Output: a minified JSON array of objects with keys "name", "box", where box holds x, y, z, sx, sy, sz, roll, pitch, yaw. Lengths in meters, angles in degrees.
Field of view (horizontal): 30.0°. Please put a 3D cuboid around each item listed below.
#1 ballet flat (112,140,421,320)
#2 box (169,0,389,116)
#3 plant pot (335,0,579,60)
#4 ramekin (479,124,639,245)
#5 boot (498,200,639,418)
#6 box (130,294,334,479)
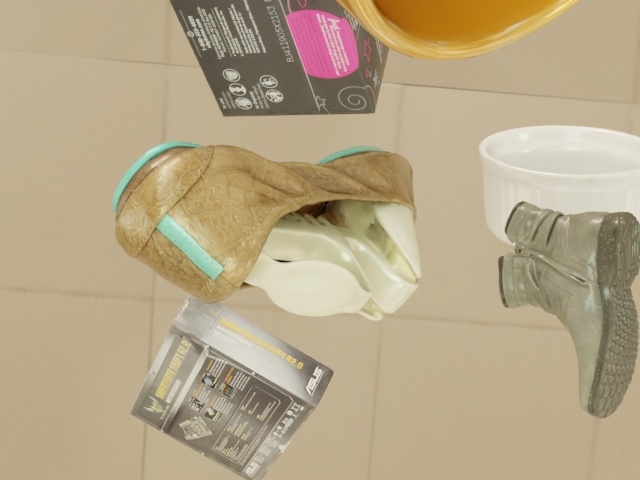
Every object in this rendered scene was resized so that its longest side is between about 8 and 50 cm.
[{"name":"ballet flat","box":[0.000,0.000,0.828,0.124,0.342,0.116,46,109,21]},{"name":"box","box":[-0.040,-0.244,1.067,0.163,0.142,0.247,1,143,20]},{"name":"plant pot","box":[0.030,-0.201,0.421,0.205,0.205,0.188,-45,63,3]},{"name":"ramekin","box":[0.380,-0.078,1.832,0.277,0.277,0.135,-2,110,-3]},{"name":"boot","box":[0.287,0.078,1.407,0.161,0.083,0.247,3,86,38]},{"name":"box","box":[-0.108,0.175,1.376,0.183,0.231,0.056,30,51,0]}]
